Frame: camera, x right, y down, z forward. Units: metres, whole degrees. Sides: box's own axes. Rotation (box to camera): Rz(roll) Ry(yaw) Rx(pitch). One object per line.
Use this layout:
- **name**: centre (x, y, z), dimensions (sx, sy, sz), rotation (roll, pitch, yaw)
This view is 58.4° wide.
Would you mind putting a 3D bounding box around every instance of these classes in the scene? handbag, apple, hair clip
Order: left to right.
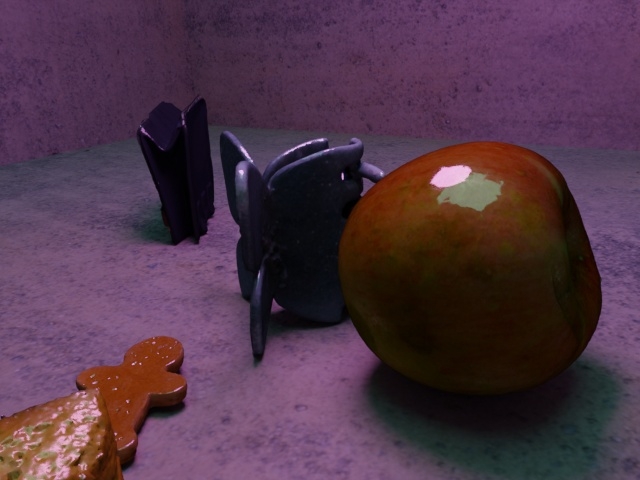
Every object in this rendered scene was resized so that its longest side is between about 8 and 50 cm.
- **handbag**: centre (-0.351, -0.180, 1.458), dimensions (0.122, 0.329, 0.303), rotation (-5, 25, 0)
- **hair clip**: centre (-0.029, -0.012, 0.956), dimensions (0.238, 0.318, 0.392), rotation (-6, 18, -12)
- **apple**: centre (0.194, 0.038, 0.771), dimensions (0.339, 0.340, 0.339), rotation (-3, 20, 1)

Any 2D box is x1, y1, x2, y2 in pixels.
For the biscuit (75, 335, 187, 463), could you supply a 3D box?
- **biscuit**: centre (-0.263, 0.210, 0.776), dimensions (0.165, 0.036, 0.250), rotation (2, 24, 12)

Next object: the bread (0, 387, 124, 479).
- **bread**: centre (-0.280, 0.253, 0.489), dimensions (0.260, 0.160, 0.147), rotation (-11, 26, -37)
